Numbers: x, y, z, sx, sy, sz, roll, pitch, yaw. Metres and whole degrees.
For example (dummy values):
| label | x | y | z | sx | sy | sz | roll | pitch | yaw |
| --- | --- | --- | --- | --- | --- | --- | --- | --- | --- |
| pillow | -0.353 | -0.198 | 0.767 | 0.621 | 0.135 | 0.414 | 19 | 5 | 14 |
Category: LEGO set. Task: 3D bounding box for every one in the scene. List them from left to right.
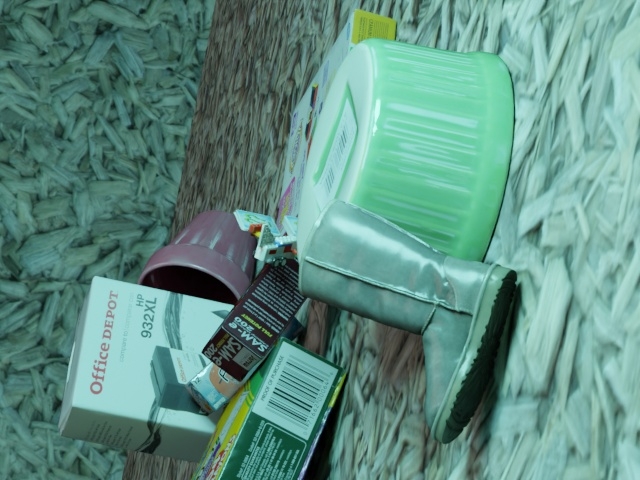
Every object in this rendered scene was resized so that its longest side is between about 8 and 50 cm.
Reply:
| label | x | y | z | sx | sy | sz | roll | pitch | yaw |
| --- | --- | --- | --- | --- | --- | --- | --- | --- | --- |
| LEGO set | 0.000 | 0.000 | 1.856 | 0.244 | 0.182 | 0.060 | -117 | 40 | -69 |

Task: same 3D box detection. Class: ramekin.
| label | x | y | z | sx | sy | sz | roll | pitch | yaw |
| --- | --- | --- | --- | --- | --- | --- | --- | --- | --- |
| ramekin | 0.081 | -0.071 | 1.650 | 0.303 | 0.148 | 0.303 | -167 | 90 | -78 |

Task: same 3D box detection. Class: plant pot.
| label | x | y | z | sx | sy | sz | roll | pitch | yaw |
| --- | --- | --- | --- | --- | --- | --- | --- | --- | --- |
| plant pot | -0.198 | 0.052 | 2.696 | 0.201 | 0.201 | 0.180 | 117 | 177 | -47 |

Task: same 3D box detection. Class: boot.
| label | x | y | z | sx | sy | sz | roll | pitch | yaw |
| --- | --- | --- | --- | --- | --- | --- | --- | --- | --- |
| boot | 0.067 | 0.073 | 1.456 | 0.076 | 0.208 | 0.190 | 32 | -104 | -66 |

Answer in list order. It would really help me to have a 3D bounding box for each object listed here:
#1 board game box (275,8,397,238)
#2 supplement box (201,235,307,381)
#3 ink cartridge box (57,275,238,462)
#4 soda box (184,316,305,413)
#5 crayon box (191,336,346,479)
| label | x | y | z | sx | sy | sz | roll | pitch | yaw |
| --- | --- | --- | --- | --- | --- | --- | --- | --- | --- |
| board game box | 0.018 | -0.145 | 2.196 | 0.316 | 0.064 | 0.242 | 128 | 153 | -62 |
| supplement box | -0.054 | 0.065 | 2.061 | 0.239 | 0.073 | 0.130 | -54 | 2 | -26 |
| ink cartridge box | -0.223 | 0.204 | 2.334 | 0.129 | 0.307 | 0.223 | 122 | 157 | -56 |
| soda box | -0.110 | 0.170 | 2.227 | 0.183 | 0.058 | 0.063 | -42 | 1 | -18 |
| crayon box | -0.118 | 0.344 | 1.997 | 0.363 | 0.106 | 0.313 | -65 | 7 | -28 |
